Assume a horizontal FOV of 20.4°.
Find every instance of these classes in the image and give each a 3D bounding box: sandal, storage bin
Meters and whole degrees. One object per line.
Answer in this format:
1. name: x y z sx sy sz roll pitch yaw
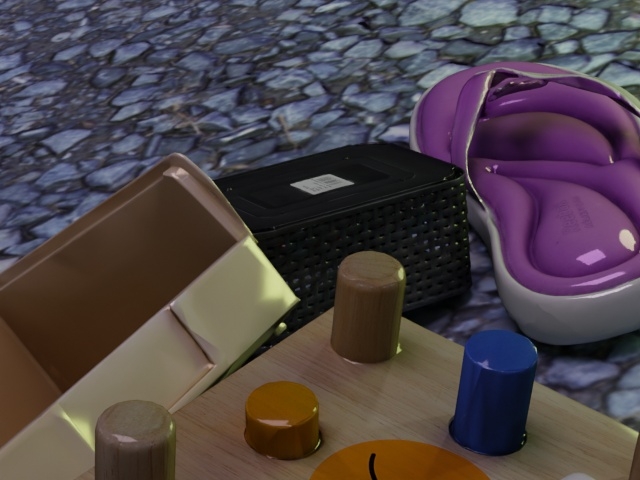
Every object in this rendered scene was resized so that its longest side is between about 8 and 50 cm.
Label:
1. sandal: 0.162 -0.068 1.252 0.169 0.102 0.416 -17 28 -3
2. storage bin: -0.180 0.098 0.989 0.260 0.123 0.262 -30 9 48
3. storage bin: 0.000 0.000 1.188 0.180 0.084 0.122 -17 22 -28

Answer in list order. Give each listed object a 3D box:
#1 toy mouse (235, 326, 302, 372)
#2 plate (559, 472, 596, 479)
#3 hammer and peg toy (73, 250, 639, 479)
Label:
1. toy mouse: -0.034 0.097 1.122 0.143 0.031 0.161 2 30 30
2. plate: 0.077 0.251 0.565 0.045 0.278 0.277 15 15 -27
3. hammer and peg toy: 0.086 0.151 0.826 0.361 0.127 0.266 24 36 28
